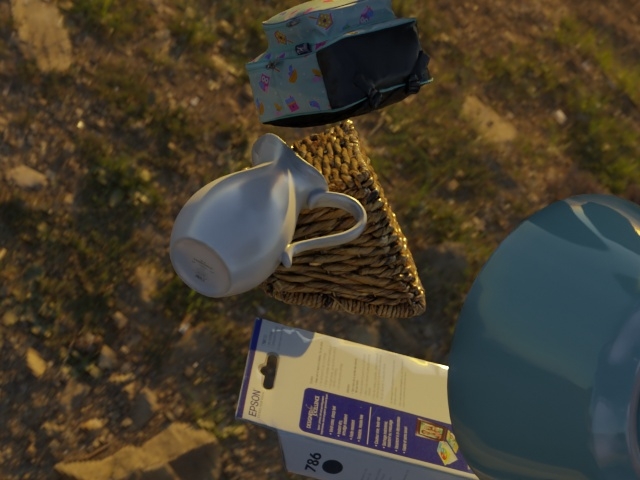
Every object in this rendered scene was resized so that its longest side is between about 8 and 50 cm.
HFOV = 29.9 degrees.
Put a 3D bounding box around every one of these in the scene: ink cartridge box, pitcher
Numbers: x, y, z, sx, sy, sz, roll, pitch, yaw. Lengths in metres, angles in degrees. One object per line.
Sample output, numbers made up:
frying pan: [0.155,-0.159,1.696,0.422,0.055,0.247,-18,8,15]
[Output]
ink cartridge box: [0.072,0.194,1.291,0.333,0.065,0.165,16,37,-4]
pitcher: [-0.059,-0.016,1.379,0.178,0.125,0.207,26,46,17]

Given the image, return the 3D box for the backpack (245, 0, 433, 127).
backpack: [0.006,-0.202,1.367,0.166,0.188,0.144,-27,97,-40]

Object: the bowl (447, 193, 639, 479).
bowl: [0.286,0.123,1.093,0.311,0.163,0.311,-8,106,-30]

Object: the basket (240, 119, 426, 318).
basket: [0.000,0.000,1.635,0.213,0.299,0.223,-23,110,5]
